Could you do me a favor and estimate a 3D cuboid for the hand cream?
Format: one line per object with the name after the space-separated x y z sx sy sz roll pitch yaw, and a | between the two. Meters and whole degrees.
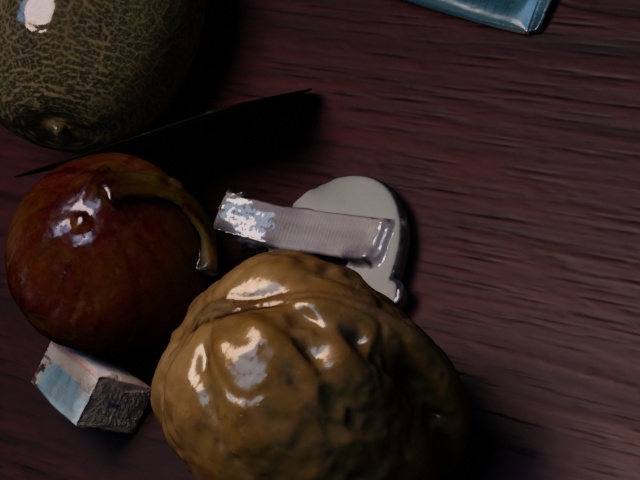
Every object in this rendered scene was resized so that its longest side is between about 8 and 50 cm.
0.126 -0.245 1.803 0.224 0.048 0.083 17 76 36 | hand cream

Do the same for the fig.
-0.189 0.003 1.787 0.205 0.205 0.205 -19 54 29 | fig

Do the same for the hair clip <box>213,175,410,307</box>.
0.000 0.000 1.745 0.220 0.054 0.140 9 66 38 | hair clip

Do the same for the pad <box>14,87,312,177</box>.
-0.150 -0.103 1.853 0.267 0.181 0.004 -16 92 31 | pad

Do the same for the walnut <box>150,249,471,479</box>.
-0.006 0.136 1.531 0.257 0.257 0.224 -23 31 26 | walnut

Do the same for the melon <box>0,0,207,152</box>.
-0.235 -0.241 1.937 0.248 0.248 0.329 -15 50 31 | melon

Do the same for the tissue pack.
-0.214 0.135 1.809 0.094 0.074 0.059 32 101 48 | tissue pack
